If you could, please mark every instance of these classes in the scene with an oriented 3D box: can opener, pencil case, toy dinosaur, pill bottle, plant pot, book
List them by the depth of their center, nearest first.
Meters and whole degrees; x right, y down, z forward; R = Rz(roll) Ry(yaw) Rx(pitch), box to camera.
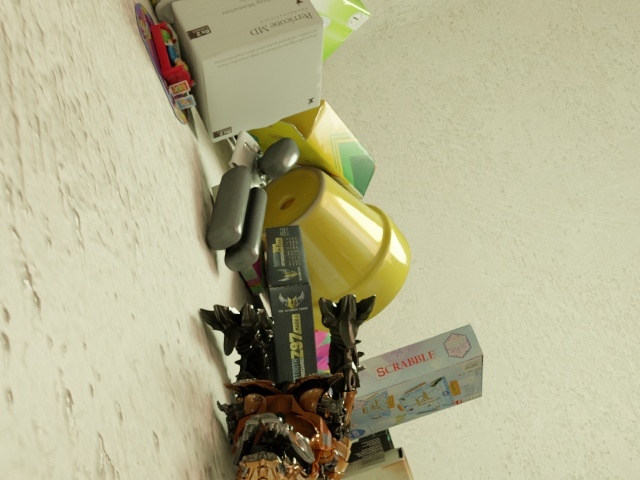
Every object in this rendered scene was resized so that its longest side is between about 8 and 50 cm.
[{"bbox_3d":[-0.032,0.172,0.727,0.322,0.165,0.218,133,-45,-72],"label":"toy dinosaur"},{"bbox_3d":[-0.091,-0.070,0.989,0.074,0.093,0.280,52,25,-27],"label":"can opener"},{"bbox_3d":[-0.113,0.000,1.056,0.144,0.035,0.096,68,7,-49],"label":"book"},{"bbox_3d":[-0.226,-0.387,1.103,0.065,0.065,0.116,62,8,-75],"label":"pill bottle"},{"bbox_3d":[0.000,0.000,1.361,0.239,0.254,0.254,50,15,-36],"label":"plant pot"},{"bbox_3d":[0.009,0.186,1.579,0.236,0.105,0.104,-106,176,-46],"label":"pencil case"}]

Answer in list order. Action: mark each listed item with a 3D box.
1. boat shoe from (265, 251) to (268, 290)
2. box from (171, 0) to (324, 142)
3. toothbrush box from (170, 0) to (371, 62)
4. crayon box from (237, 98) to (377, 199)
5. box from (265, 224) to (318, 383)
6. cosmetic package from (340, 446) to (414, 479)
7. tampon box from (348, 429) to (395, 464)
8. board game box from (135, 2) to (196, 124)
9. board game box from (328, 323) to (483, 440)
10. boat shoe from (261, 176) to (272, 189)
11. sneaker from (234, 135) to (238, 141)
[{"bbox_3d":[-0.059,0.068,1.240,0.063,0.059,0.170,46,-17,36],"label":"boat shoe"},{"bbox_3d":[-0.100,-0.260,1.066,0.182,0.181,0.119,95,-30,-61],"label":"box"},{"bbox_3d":[-0.079,-0.372,1.221,0.122,0.206,0.283,57,25,17],"label":"toothbrush box"},{"bbox_3d":[-0.046,-0.188,1.334,0.081,0.202,0.318,-66,152,-8],"label":"crayon box"},{"bbox_3d":[-0.042,0.100,1.063,0.232,0.059,0.183,-105,-169,-68],"label":"box"},{"bbox_3d":[0.141,0.544,1.350,0.153,0.129,0.296,62,10,-83],"label":"cosmetic package"},{"bbox_3d":[0.122,0.499,1.620,0.120,0.102,0.160,44,27,-84],"label":"tampon box"},{"bbox_3d":[-0.197,-0.242,1.002,0.133,0.033,0.168,-104,175,-64],"label":"board game box"},{"bbox_3d":[0.155,0.289,1.446,0.318,0.318,0.065,68,3,-62],"label":"board game box"},{"bbox_3d":[-0.120,-0.140,1.553,0.219,0.078,0.070,-92,164,-54],"label":"boat shoe"},{"bbox_3d":[-0.155,-0.292,1.438,0.319,0.112,0.131,67,-1,-68],"label":"sneaker"}]
